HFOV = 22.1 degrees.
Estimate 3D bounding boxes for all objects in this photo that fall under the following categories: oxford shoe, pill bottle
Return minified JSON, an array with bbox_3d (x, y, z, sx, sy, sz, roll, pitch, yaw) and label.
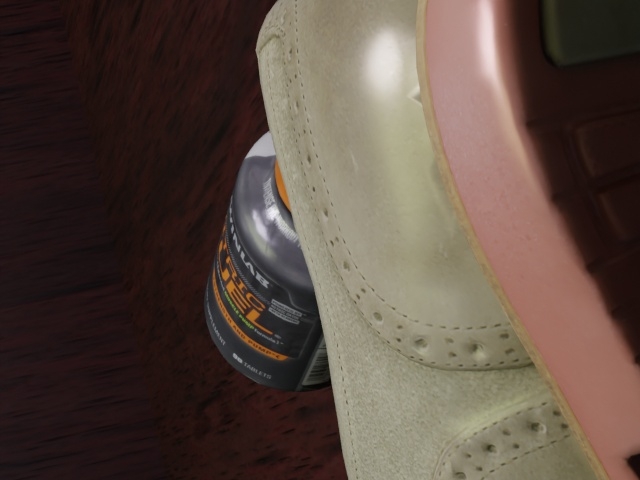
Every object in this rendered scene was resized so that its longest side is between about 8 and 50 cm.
[{"bbox_3d":[0.098,0.093,0.436,0.146,0.140,0.397,-5,106,55],"label":"oxford shoe"},{"bbox_3d":[0.000,0.000,1.071,0.245,0.130,0.130,112,144,-63],"label":"pill bottle"}]
